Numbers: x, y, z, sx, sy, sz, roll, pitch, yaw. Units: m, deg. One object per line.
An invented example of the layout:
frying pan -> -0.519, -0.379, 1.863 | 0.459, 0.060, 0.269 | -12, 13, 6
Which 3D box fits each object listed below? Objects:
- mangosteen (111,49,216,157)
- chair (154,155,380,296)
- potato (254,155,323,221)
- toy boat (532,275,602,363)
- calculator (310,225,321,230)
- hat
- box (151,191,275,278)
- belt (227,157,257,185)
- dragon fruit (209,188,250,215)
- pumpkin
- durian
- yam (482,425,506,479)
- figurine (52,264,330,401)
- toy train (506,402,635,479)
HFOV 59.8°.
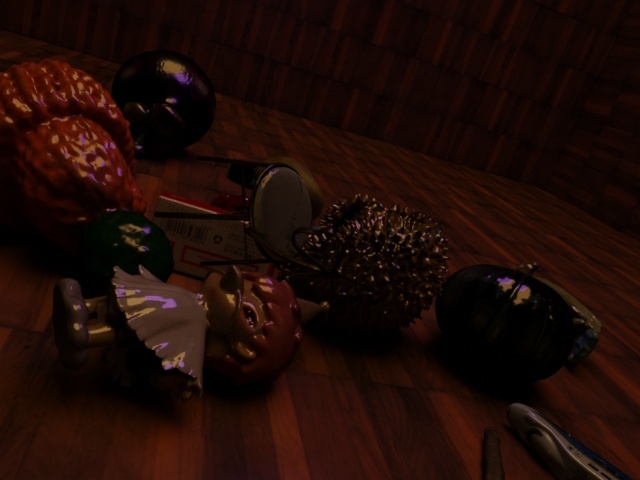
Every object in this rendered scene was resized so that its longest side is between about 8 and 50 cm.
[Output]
mangosteen -> -0.439, -0.390, 1.575 | 0.297, 0.297, 0.313 | 11, 17, -21
chair -> -0.060, -0.028, 0.799 | 0.326, 0.160, 0.170 | 3, 53, 33
potato -> -0.079, -0.121, 1.384 | 0.197, 0.148, 0.228 | 20, 22, -39
toy boat -> 0.519, 0.170, 1.212 | 0.084, 0.111, 0.276 | 18, 17, -19
calculator -> 0.000, 0.000, 1.334 | 0.057, 0.018, 0.172 | 14, 18, -19
hat -> -0.393, -0.077, 0.854 | 0.285, 0.285, 0.400 | 2, 37, -41
box -> -0.186, 0.006, 0.979 | 0.229, 0.123, 0.050 | 16, 9, -7
belt -> -0.201, -0.192, 1.609 | 0.140, 0.058, 0.105 | 25, 14, 28
dragon fruit -> -0.193, -0.037, 1.212 | 0.192, 0.122, 0.092 | 38, -13, 51
pumpkin -> 0.326, 0.131, 0.984 | 0.250, 0.216, 0.250 | 28, -5, 3
durian -> 0.075, 0.050, 0.957 | 0.293, 0.258, 0.258 | -2, 24, -12
yam -> 0.231, 0.290, 0.734 | 0.033, 0.027, 0.129 | -17, 10, 21
figurine -> -0.126, 0.101, 0.711 | 0.387, 0.166, 0.207 | 3, 27, -35
toy train -> 0.350, 0.309, 0.763 | 0.051, 0.052, 0.234 | -8, 32, -44
